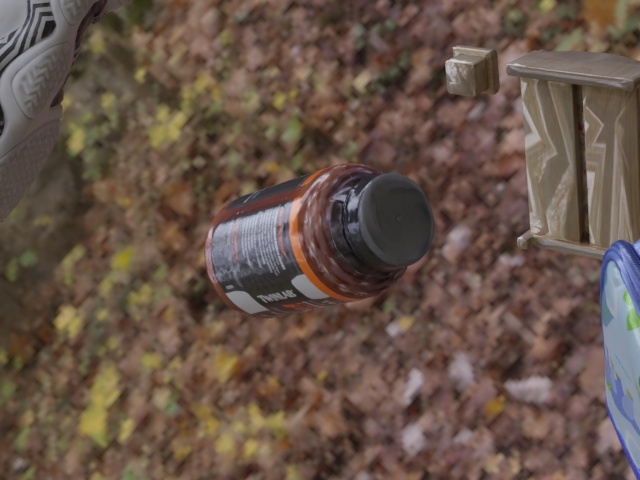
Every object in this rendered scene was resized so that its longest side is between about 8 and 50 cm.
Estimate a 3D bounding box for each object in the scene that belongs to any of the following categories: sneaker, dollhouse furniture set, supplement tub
[{"bbox_3d":[-0.263,-0.201,1.162,0.366,0.210,0.137,-62,-4,6],"label":"sneaker"},{"bbox_3d":[0.321,-0.046,1.517,0.355,0.303,0.174,14,32,37],"label":"dollhouse furniture set"},{"bbox_3d":[0.000,0.000,1.190,0.198,0.106,0.106,-15,35,54],"label":"supplement tub"}]

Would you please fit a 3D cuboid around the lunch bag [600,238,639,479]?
[{"bbox_3d":[0.195,0.108,0.658,0.090,0.176,0.219,-21,55,-1],"label":"lunch bag"}]
